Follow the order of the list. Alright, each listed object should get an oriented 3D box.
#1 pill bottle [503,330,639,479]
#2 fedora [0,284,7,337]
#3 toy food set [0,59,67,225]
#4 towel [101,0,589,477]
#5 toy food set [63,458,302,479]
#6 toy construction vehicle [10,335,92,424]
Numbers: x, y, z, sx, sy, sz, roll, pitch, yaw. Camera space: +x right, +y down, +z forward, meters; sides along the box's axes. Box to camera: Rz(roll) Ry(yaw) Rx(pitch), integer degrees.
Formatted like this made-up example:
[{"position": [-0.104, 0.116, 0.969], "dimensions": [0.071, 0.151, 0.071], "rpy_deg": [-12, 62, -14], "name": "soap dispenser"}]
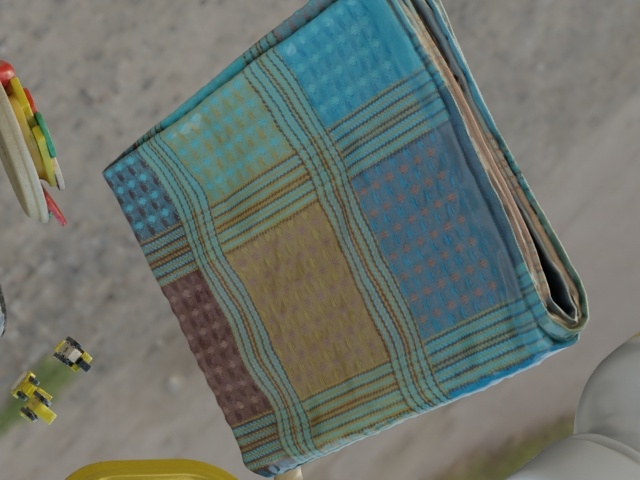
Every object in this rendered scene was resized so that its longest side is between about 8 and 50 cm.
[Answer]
[{"position": [0.258, 0.099, 1.041], "dimensions": [0.334, 0.188, 0.188], "rpy_deg": [-30, 158, -26], "name": "pill bottle"}, {"position": [-0.355, 0.006, 1.578], "dimensions": [0.152, 0.334, 0.334], "rpy_deg": [-31, 162, -4], "name": "fedora"}, {"position": [-0.139, -0.045, 0.921], "dimensions": [0.020, 0.082, 0.083], "rpy_deg": [-21, 146, -12], "name": "toy food set"}, {"position": [0.000, 0.000, 1.322], "dimensions": [0.040, 0.271, 0.370], "rpy_deg": [-23, 175, -40], "name": "towel"}, {"position": [-0.113, 0.241, 1.549], "dimensions": [0.218, 0.128, 0.071], "rpy_deg": [2, 136, -24], "name": "toy food set"}, {"position": [-0.250, 0.133, 1.856], "dimensions": [0.086, 0.035, 0.098], "rpy_deg": [-53, -158, -10], "name": "toy construction vehicle"}]
